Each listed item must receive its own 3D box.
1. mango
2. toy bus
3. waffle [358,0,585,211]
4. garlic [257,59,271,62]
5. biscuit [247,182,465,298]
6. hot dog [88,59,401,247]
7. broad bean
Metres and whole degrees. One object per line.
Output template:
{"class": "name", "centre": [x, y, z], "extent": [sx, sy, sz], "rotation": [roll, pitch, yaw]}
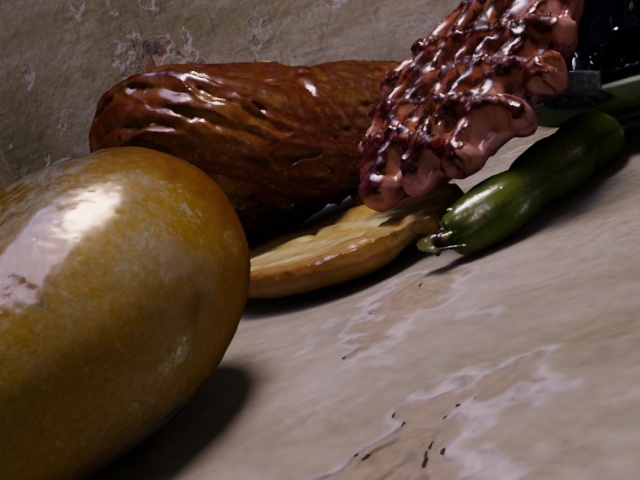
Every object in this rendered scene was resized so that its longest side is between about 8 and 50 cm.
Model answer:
{"class": "mango", "centre": [-0.155, 0.064, 0.394], "extent": [0.193, 0.146, 0.316], "rotation": [-15, 26, 41]}
{"class": "toy bus", "centre": [0.283, -0.171, 0.645], "extent": [0.164, 0.134, 0.276], "rotation": [6, -8, -34]}
{"class": "waffle", "centre": [0.111, -0.121, 0.613], "extent": [0.221, 0.055, 0.234], "rotation": [-37, 23, 32]}
{"class": "garlic", "centre": [-0.036, -0.129, 1.136], "extent": [0.214, 0.191, 0.160], "rotation": [-62, 17, 15]}
{"class": "biscuit", "centre": [0.003, 0.005, 0.663], "extent": [0.260, 0.041, 0.203], "rotation": [-14, 16, 43]}
{"class": "hot dog", "centre": [-0.043, -0.094, 0.842], "extent": [0.387, 0.174, 0.267], "rotation": [-13, -6, -40]}
{"class": "broad bean", "centre": [0.165, -0.051, 0.574], "extent": [0.254, 0.046, 0.065], "rotation": [-31, 0, -39]}
